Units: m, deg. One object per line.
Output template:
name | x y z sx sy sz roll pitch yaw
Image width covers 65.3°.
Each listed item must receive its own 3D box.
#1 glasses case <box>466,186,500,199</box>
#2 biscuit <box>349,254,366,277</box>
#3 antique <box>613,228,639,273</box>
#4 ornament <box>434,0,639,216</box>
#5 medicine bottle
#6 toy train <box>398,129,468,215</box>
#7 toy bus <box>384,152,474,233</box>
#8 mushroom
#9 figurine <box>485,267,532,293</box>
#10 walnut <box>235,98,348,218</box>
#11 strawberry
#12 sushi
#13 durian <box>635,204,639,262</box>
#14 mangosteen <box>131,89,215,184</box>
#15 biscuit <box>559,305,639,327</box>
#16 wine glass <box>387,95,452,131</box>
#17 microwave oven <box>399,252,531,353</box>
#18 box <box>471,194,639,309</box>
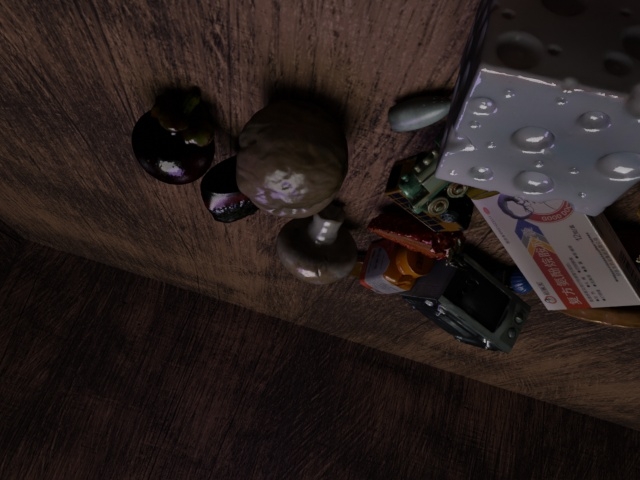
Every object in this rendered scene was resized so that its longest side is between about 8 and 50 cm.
glasses case | 0.372 -0.142 0.981 0.064 0.079 0.234 31 155 -14
biscuit | 0.178 0.093 1.730 0.208 0.049 0.181 13 158 6
antique | 0.702 0.061 1.157 0.278 0.128 0.223 -2 148 37
ornament | 0.309 -0.209 0.652 0.240 0.239 0.239 15 159 7
medicine bottle | 0.229 0.072 1.506 0.112 0.149 0.222 28 156 -22
toy train | 0.241 -0.136 0.986 0.194 0.080 0.125 -41 128 16
toy bus | 0.252 -0.099 1.147 0.201 0.098 0.114 32 156 -30
mushroom | 0.000 0.000 1.447 0.244 0.243 0.243 15 158 6
figurine | 0.557 0.112 1.476 0.149 0.086 0.087 14 137 40
walnut | -0.054 -0.165 1.043 0.249 0.248 0.248 15 158 6
strawberry | 0.269 -0.020 1.306 0.286 0.106 0.188 25 175 19
sushi | -0.185 -0.137 1.236 0.225 0.136 0.126 -25 156 -14
durian | 0.742 -0.022 0.917 0.306 0.185 0.195 20 140 -17
mangosteen | -0.328 -0.239 1.148 0.194 0.194 0.230 24 135 -16
biscuit | 0.770 0.170 1.264 0.352 0.057 0.312 2 -172 11
wine glass | 0.210 -0.240 0.893 0.198 0.066 0.066 -4 150 44
microwave oven | 0.424 0.188 1.488 0.295 0.181 0.238 36 165 -18
box | 0.509 0.001 1.073 0.353 0.069 0.214 52 147 -14
